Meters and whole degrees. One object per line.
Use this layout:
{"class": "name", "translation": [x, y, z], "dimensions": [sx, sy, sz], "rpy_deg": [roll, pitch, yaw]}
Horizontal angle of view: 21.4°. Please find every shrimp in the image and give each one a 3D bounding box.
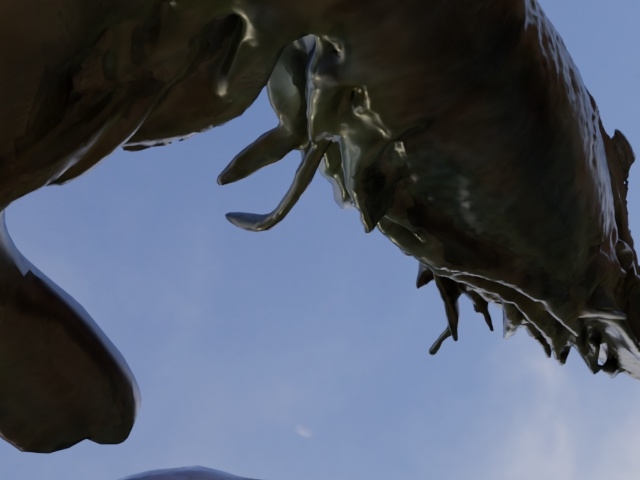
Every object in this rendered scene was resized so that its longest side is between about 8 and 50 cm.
{"class": "shrimp", "translation": [0.000, 0.000, 0.407], "dimensions": [0.169, 0.058, 0.296], "rpy_deg": [-43, -43, -1]}

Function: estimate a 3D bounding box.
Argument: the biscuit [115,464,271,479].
{"class": "biscuit", "translation": [-0.068, 0.209, 0.538], "dimensions": [0.296, 0.102, 0.296], "rpy_deg": [-15, -53, -22]}
